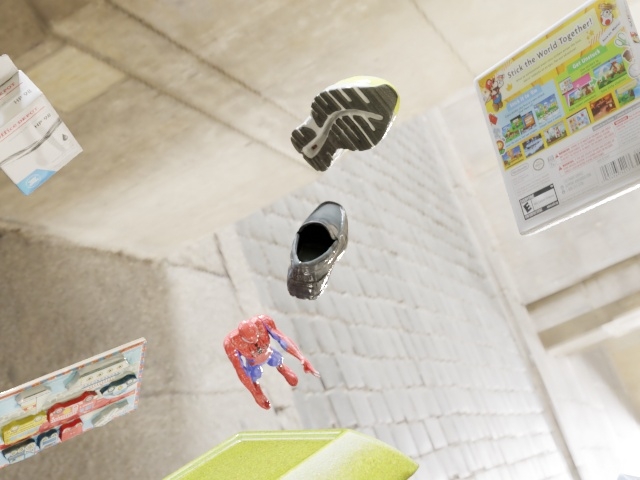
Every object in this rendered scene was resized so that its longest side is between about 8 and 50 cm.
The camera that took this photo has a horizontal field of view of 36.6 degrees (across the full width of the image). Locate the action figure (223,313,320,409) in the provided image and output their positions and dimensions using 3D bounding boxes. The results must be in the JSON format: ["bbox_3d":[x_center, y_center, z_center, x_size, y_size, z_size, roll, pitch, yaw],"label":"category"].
[{"bbox_3d":[-0.067,0.198,1.413,0.139,0.091,0.280,50,-11,26],"label":"action figure"}]

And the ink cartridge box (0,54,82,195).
[{"bbox_3d":[-0.402,-0.149,1.281,0.060,0.104,0.180,43,-12,24],"label":"ink cartridge box"}]

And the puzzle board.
[{"bbox_3d":[-0.200,0.133,0.778,0.128,0.096,0.011,-21,56,-33],"label":"puzzle board"}]

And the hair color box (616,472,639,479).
[{"bbox_3d":[0.516,0.429,1.260,0.374,0.185,0.113,15,9,-30],"label":"hair color box"}]

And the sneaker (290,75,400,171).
[{"bbox_3d":[0.039,-0.148,1.090,0.081,0.094,0.208,51,-23,-9],"label":"sneaker"}]

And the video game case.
[{"bbox_3d":[0.279,-0.137,1.086,0.026,0.227,0.206,-7,76,-34],"label":"video game case"}]

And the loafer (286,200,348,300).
[{"bbox_3d":[0.000,0.000,1.474,0.223,0.076,0.078,-68,164,-52],"label":"loafer"}]

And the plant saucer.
[{"bbox_3d":[-0.057,0.183,0.686,0.188,0.188,0.045,-25,98,-43],"label":"plant saucer"}]
